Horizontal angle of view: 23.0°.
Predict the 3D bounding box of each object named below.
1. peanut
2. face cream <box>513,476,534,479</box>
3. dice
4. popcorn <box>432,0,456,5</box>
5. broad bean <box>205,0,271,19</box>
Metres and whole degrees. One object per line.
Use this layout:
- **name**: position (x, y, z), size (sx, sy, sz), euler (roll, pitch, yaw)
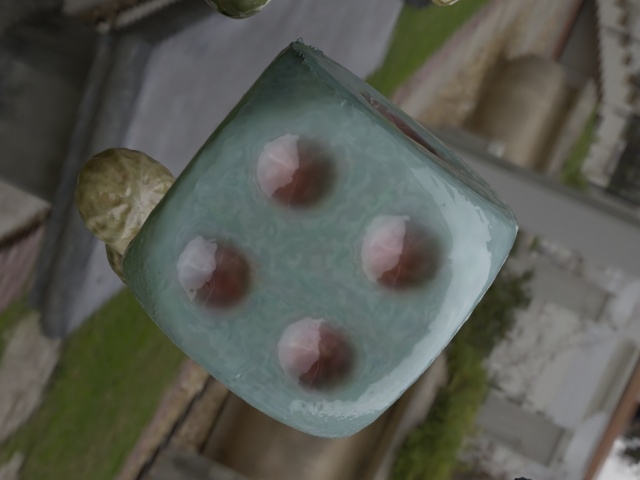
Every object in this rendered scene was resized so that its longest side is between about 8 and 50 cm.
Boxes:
- **peanut**: position (-0.218, -0.012, 2.004), size (0.120, 0.136, 0.298), euler (-63, 158, -23)
- **face cream**: position (0.127, 0.430, 1.600), size (0.420, 0.235, 0.137), euler (-57, 166, -10)
- **dice**: position (0.000, 0.000, 1.418), size (0.262, 0.268, 0.264), euler (-52, -176, 11)
- **popcorn**: position (0.164, -0.475, 1.687), size (0.390, 0.344, 0.354), euler (-51, -146, 6)
- **broad bean**: position (-0.088, -0.322, 1.406), size (0.121, 0.189, 0.263), euler (-28, 147, -6)
